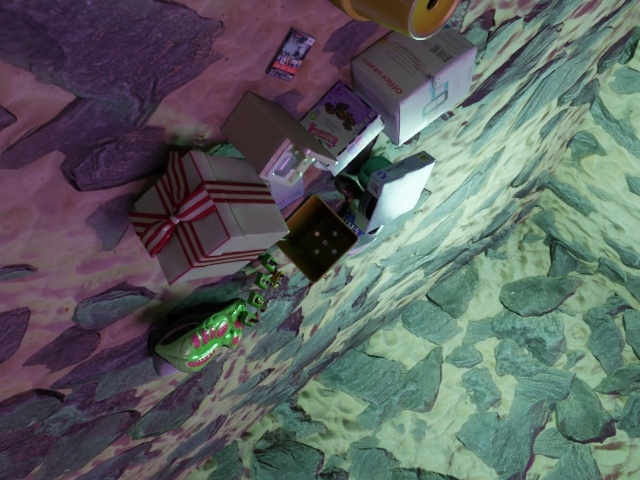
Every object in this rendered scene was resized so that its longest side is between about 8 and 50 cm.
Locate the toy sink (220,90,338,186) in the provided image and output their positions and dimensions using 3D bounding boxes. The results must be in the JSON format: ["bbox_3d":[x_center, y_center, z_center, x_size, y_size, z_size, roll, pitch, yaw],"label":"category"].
[{"bbox_3d":[-0.099,-0.220,1.401,0.131,0.234,0.153,-51,155,17],"label":"toy sink"}]

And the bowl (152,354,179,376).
[{"bbox_3d":[-0.482,0.377,1.933,0.142,0.142,0.053,-21,111,-20],"label":"bowl"}]

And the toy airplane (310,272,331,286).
[{"bbox_3d":[0.007,0.140,2.400,0.151,0.028,0.151,-33,155,-18],"label":"toy airplane"}]

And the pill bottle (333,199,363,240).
[{"bbox_3d":[0.111,-0.048,2.147,0.112,0.112,0.186,-6,136,-53],"label":"pill bottle"}]

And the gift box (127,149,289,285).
[{"bbox_3d":[-0.279,-0.062,1.384,0.255,0.276,0.258,-40,163,28],"label":"gift box"}]

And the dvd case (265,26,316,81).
[{"bbox_3d":[-0.069,-0.430,1.370,0.087,0.013,0.119,-3,136,-55],"label":"dvd case"}]

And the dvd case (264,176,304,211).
[{"bbox_3d":[-0.129,-0.161,1.709,0.180,0.022,0.253,-35,155,-17],"label":"dvd case"}]

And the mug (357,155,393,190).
[{"bbox_3d":[0.187,-0.228,1.987,0.129,0.097,0.158,-41,155,-2],"label":"mug"}]

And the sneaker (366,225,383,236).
[{"bbox_3d":[0.219,-0.125,2.196,0.217,0.079,0.121,-57,162,-32],"label":"sneaker"}]

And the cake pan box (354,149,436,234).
[{"bbox_3d":[0.245,-0.160,1.984,0.267,0.070,0.245,-28,150,-31],"label":"cake pan box"}]

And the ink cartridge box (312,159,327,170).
[{"bbox_3d":[0.035,-0.282,1.708,0.150,0.063,0.109,-51,155,18],"label":"ink cartridge box"}]

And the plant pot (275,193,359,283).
[{"bbox_3d":[0.000,0.000,1.970,0.212,0.212,0.187,-45,168,6],"label":"plant pot"}]

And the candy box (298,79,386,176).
[{"bbox_3d":[0.045,-0.299,1.572,0.196,0.165,0.070,-45,155,5],"label":"candy box"}]

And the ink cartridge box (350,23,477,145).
[{"bbox_3d":[0.249,-0.442,1.608,0.270,0.198,0.197,-37,156,-11],"label":"ink cartridge box"}]

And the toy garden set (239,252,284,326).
[{"bbox_3d":[-0.187,0.183,2.014,0.204,0.049,0.244,62,47,-74],"label":"toy garden set"}]

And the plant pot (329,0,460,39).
[{"bbox_3d":[0.164,-0.558,1.242,0.254,0.239,0.254,-33,154,-19],"label":"plant pot"}]

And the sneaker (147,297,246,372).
[{"bbox_3d":[-0.379,0.272,1.887,0.483,0.202,0.185,-11,115,-74],"label":"sneaker"}]

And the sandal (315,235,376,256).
[{"bbox_3d":[0.088,0.025,2.263,0.265,0.102,0.076,-26,154,-14],"label":"sandal"}]

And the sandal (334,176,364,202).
[{"bbox_3d":[0.098,-0.158,1.987,0.060,0.090,0.219,-34,162,22],"label":"sandal"}]
